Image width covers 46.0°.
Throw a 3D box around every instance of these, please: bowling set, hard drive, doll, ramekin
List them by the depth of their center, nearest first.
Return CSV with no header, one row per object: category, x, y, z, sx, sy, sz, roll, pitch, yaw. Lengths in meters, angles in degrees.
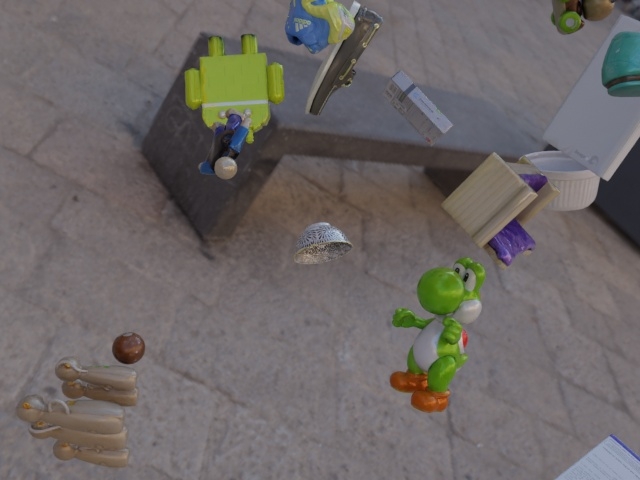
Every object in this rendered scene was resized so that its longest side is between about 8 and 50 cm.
bowling set,-0.375,0.243,1.220,0.154,0.287,0.199,10,56,-7
doll,-0.160,-0.165,1.297,0.046,0.129,0.189,39,24,-25
hard drive,0.623,-0.305,1.600,0.040,0.307,0.203,17,22,-36
ramekin,0.609,-0.152,1.927,0.207,0.109,0.207,-3,22,1

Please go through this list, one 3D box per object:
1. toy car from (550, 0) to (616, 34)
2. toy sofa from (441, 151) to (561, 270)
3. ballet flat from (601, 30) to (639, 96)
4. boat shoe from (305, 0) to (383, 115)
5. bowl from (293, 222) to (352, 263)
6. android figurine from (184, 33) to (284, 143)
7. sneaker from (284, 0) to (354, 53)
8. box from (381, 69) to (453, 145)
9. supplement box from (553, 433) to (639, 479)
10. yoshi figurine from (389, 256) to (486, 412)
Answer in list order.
toy car,0.672,-0.602,1.872,0.155,0.188,0.149,-71,147,-67
toy sofa,0.399,-0.068,1.554,0.177,0.150,0.362,49,21,14
ballet flat,0.445,-0.203,0.874,0.247,0.087,0.083,5,-6,-11
boat shoe,0.052,-0.436,1.877,0.091,0.305,0.109,23,25,-10
bowl,0.000,0.000,2.110,0.170,0.170,0.080,8,63,-44
android figurine,-0.213,-0.374,1.878,0.248,0.272,0.056,-1,-2,3
sneaker,-0.037,-0.458,1.454,0.091,0.126,0.240,24,33,-57
box,0.236,-0.324,1.862,0.186,0.038,0.145,47,-5,1
supplement box,0.526,0.492,1.459,0.220,0.111,0.114,-22,50,-34
yoshi figurine,0.261,0.205,1.756,0.204,0.362,0.203,21,9,12
